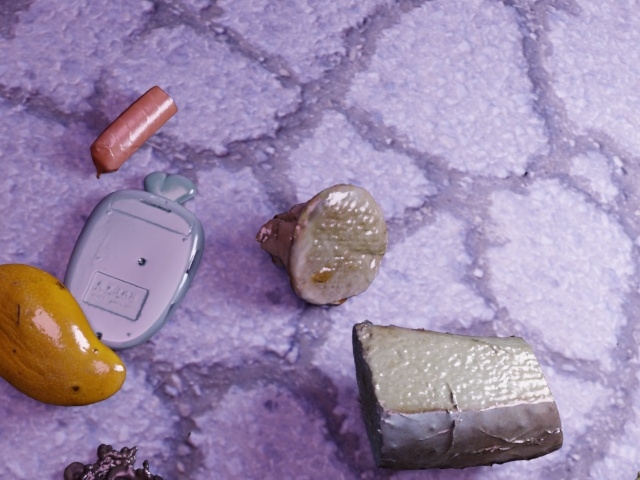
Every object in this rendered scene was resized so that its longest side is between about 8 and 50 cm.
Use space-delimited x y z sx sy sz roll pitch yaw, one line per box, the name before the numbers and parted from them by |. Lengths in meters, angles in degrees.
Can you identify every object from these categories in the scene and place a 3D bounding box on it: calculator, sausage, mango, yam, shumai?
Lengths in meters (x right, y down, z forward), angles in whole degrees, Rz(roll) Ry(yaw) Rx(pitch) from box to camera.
calculator | -0.280 0.022 1.383 0.186 0.041 0.298 21 71 2
sausage | -0.305 -0.171 1.444 0.065 0.065 0.169 38 70 8
mango | -0.394 0.138 1.282 0.262 0.109 0.157 38 95 13
yam | 0.189 0.223 1.280 0.271 0.201 0.202 -5 50 -4
shumai | 0.000 0.000 1.389 0.201 0.201 0.120 -40 38 -18

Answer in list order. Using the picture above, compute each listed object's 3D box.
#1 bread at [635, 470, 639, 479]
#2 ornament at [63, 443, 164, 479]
bread | 0.519 0.433 1.271 0.152 0.130 0.267 4 64 -35
ornament | -0.285 0.417 1.217 0.260 0.106 0.251 39 69 14
